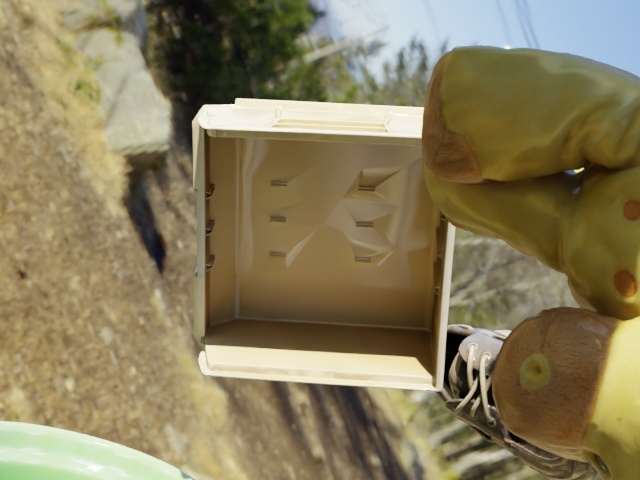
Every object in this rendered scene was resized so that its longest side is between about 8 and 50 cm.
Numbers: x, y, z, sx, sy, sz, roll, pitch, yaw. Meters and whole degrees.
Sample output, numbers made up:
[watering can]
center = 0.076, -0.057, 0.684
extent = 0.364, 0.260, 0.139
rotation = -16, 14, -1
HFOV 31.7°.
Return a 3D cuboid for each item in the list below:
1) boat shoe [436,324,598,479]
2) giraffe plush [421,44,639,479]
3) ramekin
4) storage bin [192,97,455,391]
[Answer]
[boat shoe]
center = 0.196, 0.169, 1.214
extent = 0.355, 0.130, 0.132
rotation = -165, -92, -77
[giraffe plush]
center = 0.134, 0.026, 0.456
extent = 0.181, 0.210, 0.170
rotation = 24, 69, -44
[ramekin]
center = -0.277, 0.309, 1.189
extent = 0.303, 0.304, 0.148
rotation = 2, 105, -85
[storage bin]
center = 0.000, 0.000, 1.135
extent = 0.123, 0.261, 0.262
rotation = -81, 173, -68
